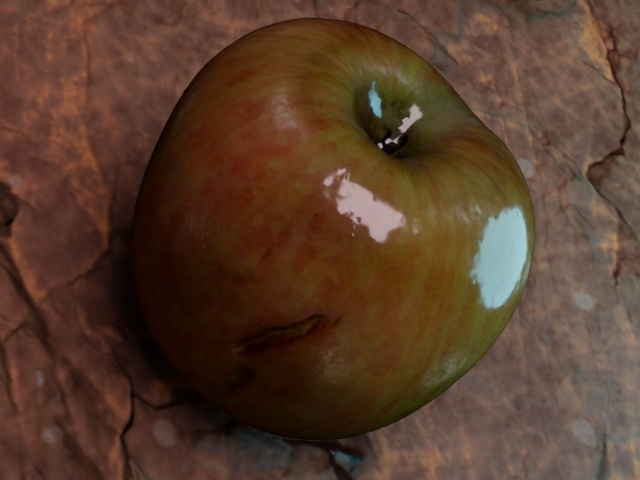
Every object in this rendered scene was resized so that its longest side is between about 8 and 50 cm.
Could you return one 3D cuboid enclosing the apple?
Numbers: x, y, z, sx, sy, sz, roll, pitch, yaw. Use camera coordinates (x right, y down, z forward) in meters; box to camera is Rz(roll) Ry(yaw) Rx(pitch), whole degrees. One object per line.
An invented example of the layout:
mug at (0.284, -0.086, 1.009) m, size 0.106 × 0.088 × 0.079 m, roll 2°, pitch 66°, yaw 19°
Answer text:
apple at (0.000, 0.000, 1.004) m, size 0.264 × 0.264 × 0.264 m, roll 15°, pitch 57°, yaw -24°
